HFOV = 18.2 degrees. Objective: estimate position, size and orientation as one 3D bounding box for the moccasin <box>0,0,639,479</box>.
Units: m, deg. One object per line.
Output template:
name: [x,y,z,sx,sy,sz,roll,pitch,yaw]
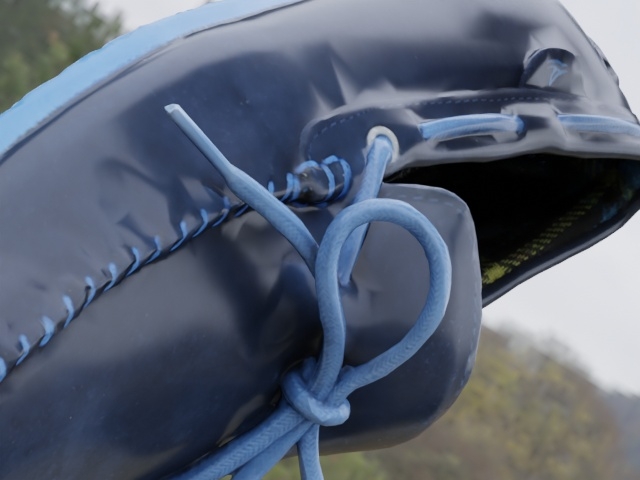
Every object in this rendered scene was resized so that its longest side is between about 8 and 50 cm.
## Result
moccasin: [0.000,0.000,0.546,0.117,0.342,0.138,38,-46,15]
